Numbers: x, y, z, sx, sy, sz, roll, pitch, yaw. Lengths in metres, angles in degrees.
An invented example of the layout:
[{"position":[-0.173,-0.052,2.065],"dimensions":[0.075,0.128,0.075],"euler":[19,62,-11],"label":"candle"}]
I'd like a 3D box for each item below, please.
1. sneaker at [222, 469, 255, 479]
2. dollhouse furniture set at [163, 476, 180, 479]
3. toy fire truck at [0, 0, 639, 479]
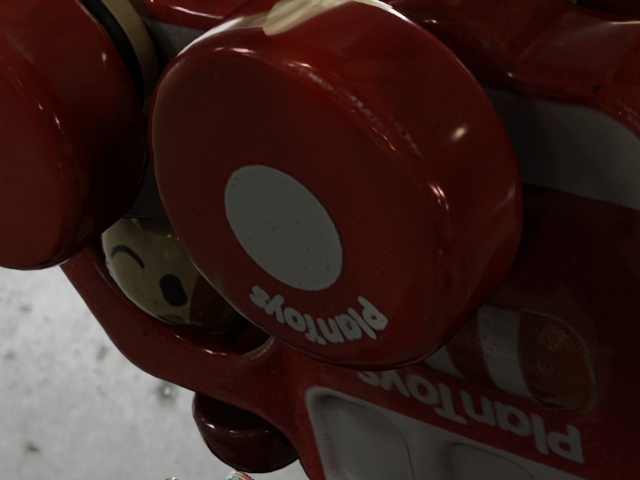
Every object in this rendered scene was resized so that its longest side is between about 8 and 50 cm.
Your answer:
[{"position":[-0.095,0.288,1.423],"dimensions":[0.057,0.161,0.075],"euler":[21,25,34],"label":"sneaker"},{"position":[-0.093,0.253,0.717],"dimensions":[0.262,0.135,0.259],"euler":[33,36,-33],"label":"dollhouse furniture set"},{"position":[0.000,0.000,0.522],"dimensions":[0.302,0.254,0.169],"euler":[14,42,34],"label":"toy fire truck"}]
